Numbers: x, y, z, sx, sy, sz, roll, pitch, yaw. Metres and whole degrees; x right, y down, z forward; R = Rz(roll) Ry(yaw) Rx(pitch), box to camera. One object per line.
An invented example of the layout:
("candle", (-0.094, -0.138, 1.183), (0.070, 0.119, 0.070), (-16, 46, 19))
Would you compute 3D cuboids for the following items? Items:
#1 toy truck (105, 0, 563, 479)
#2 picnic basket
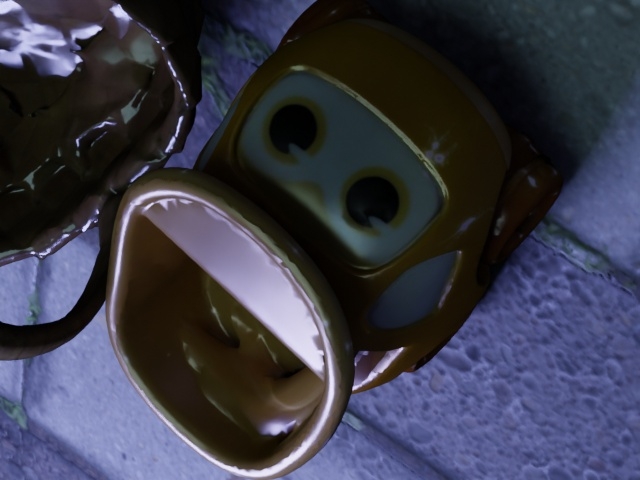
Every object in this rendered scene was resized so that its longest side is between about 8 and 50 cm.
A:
("toy truck", (0.000, 0.000, 1.167), (0.204, 0.211, 0.288), (42, 138, 13))
("picnic basket", (-0.244, -0.062, 1.211), (0.293, 0.337, 0.337), (28, 145, -28))
